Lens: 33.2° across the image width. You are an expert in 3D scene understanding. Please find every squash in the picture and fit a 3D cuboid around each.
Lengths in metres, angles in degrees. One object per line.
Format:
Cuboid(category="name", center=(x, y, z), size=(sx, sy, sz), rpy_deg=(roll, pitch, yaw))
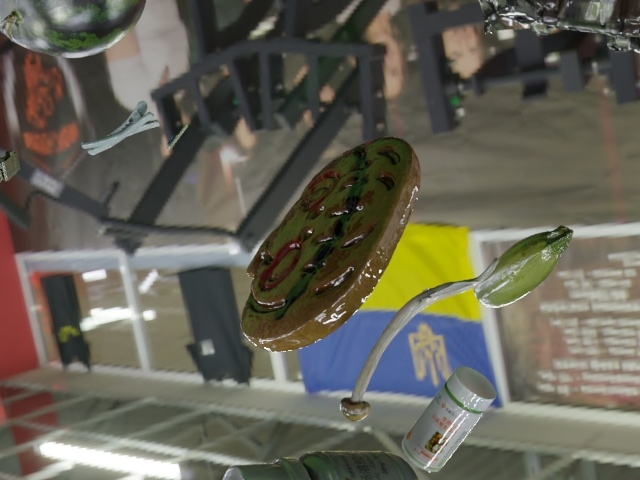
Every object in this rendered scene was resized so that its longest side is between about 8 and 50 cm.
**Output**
Cuboid(category="squash", center=(0.361, 0.053, 1.953), size=(0.095, 0.094, 0.341), rpy_deg=(-14, 164, -22))

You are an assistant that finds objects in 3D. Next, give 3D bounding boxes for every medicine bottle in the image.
Cuboid(category="medicine bottle", center=(-0.002, 0.474, 1.786), size=(0.306, 0.245, 0.245), rpy_deg=(4, -178, -21))
Cuboid(category="medicine bottle", center=(0.224, 0.315, 1.890), size=(0.086, 0.183, 0.086), rpy_deg=(26, -155, -13))

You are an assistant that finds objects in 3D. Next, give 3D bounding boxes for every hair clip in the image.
Cuboid(category="hair clip", center=(-0.287, -0.159, 1.533), size=(0.115, 0.039, 0.030), rpy_deg=(-27, 141, 7))

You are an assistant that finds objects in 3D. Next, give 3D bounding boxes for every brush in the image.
Cuboid(category="brush", center=(-0.305, -0.223, 2.287), size=(0.083, 0.013, 0.016), rpy_deg=(-58, 175, -39))

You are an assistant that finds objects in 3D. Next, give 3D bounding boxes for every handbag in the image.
Cuboid(category="handbag", center=(0.404, -0.454, 1.611), size=(0.325, 0.326, 0.162), rpy_deg=(7, 169, -5))

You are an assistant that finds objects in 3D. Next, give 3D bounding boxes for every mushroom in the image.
Cuboid(category="mushroom", center=(0.129, 0.126, 1.508), size=(0.306, 0.068, 0.043), rpy_deg=(-50, 169, 1))

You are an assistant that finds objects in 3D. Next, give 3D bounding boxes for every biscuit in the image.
Cuboid(category="biscuit", center=(-0.001, -0.001, 1.568), size=(0.314, 0.063, 0.367), rpy_deg=(-14, -138, 47))

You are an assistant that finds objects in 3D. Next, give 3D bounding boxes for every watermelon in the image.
Cuboid(category="watermelon", center=(-0.412, -0.423, 1.727), size=(0.269, 0.268, 0.269), rpy_deg=(-11, -173, 1))

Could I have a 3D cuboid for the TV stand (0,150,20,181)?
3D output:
Cuboid(category="TV stand", center=(-0.591, -0.139, 2.006), size=(0.042, 0.036, 0.249), rpy_deg=(-13, -168, -6))
